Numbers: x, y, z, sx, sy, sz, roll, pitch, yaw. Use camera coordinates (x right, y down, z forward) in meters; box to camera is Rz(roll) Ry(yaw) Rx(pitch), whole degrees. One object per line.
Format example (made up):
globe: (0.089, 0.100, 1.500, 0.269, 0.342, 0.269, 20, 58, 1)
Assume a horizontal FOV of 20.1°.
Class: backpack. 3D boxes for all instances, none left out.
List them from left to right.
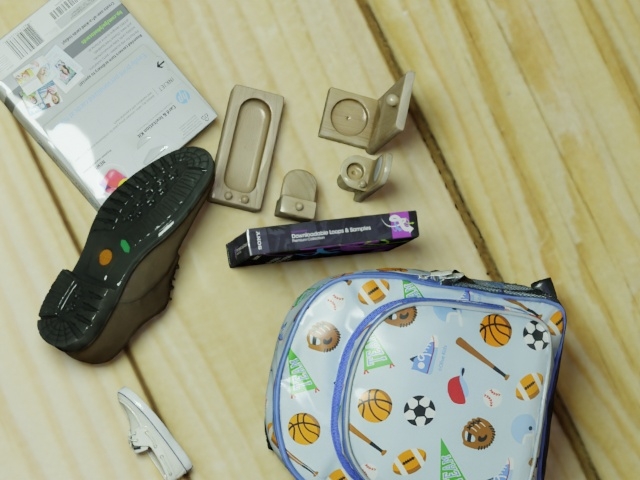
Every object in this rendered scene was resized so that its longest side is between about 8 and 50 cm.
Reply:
backpack: (0.082, 0.145, 1.651, 0.263, 0.213, 0.276, 9, 83, 0)

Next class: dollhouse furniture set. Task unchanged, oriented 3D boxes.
dollhouse furniture set: (-0.011, -0.096, 1.697, 0.151, 0.123, 0.144, 14, 79, -10)

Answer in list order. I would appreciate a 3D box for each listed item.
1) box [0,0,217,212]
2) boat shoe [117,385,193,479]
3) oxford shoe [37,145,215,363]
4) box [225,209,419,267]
box: (-0.211, -0.140, 1.704, 0.145, 0.038, 0.186, -42, 91, -14)
boat shoe: (-0.161, 0.182, 1.672, 0.035, 0.035, 0.100, -39, 98, -17)
oxford shoe: (-0.166, 0.014, 1.671, 0.083, 0.096, 0.227, 33, 84, 38)
box: (0.000, 0.000, 1.691, 0.162, 0.116, 0.029, -5, 84, -12)
